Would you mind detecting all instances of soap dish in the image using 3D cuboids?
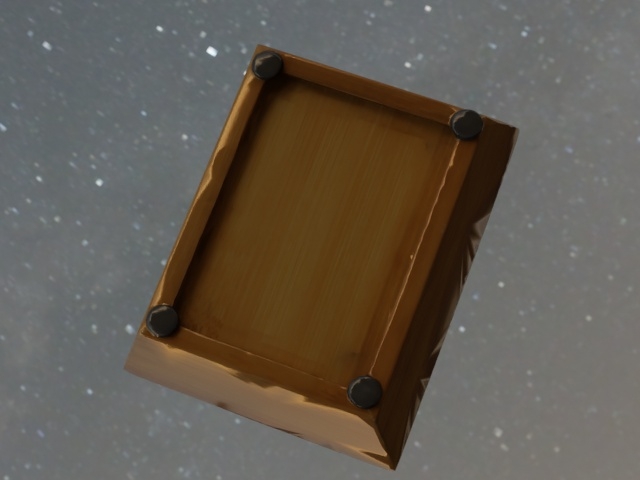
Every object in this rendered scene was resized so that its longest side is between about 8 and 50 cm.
[{"bbox_3d":[0.000,0.000,0.883,0.118,0.229,0.291,70,-140,-75],"label":"soap dish"}]
